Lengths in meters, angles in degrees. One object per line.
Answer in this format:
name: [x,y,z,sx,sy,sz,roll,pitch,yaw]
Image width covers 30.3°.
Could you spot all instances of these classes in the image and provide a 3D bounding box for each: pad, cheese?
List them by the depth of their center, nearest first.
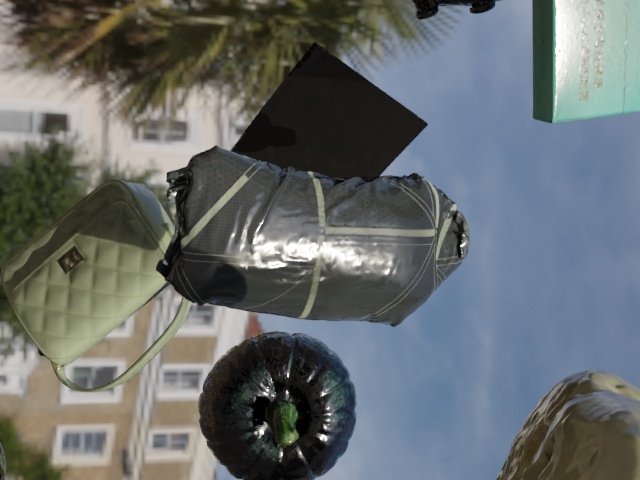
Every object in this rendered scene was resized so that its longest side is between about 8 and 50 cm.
cheese: [0.184,0.183,0.755,0.173,0.248,0.251,-48,-130,9]
pad: [0.004,-0.120,1.412,0.243,0.164,0.004,-46,-169,49]

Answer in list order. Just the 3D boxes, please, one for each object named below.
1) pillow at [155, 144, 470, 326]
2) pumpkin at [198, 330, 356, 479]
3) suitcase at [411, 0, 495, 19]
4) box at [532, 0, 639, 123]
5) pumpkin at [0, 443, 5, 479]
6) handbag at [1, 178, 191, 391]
pillow: [0.000,0.000,1.169,0.092,0.335,0.161,19,-80,62]
pumpkin: [-0.059,0.262,1.796,0.248,0.248,0.248,-178,-90,-68]
suitcase: [0.186,-0.382,1.274,0.128,0.312,0.202,0,-57,36]
box: [0.312,-0.207,1.160,0.041,0.229,0.162,-153,-123,-62]
pumpkin: [-0.473,0.235,1.327,0.189,0.260,0.260,-57,-152,8]
handbag: [-0.275,0.065,1.498,0.256,0.079,0.219,-38,-107,18]
